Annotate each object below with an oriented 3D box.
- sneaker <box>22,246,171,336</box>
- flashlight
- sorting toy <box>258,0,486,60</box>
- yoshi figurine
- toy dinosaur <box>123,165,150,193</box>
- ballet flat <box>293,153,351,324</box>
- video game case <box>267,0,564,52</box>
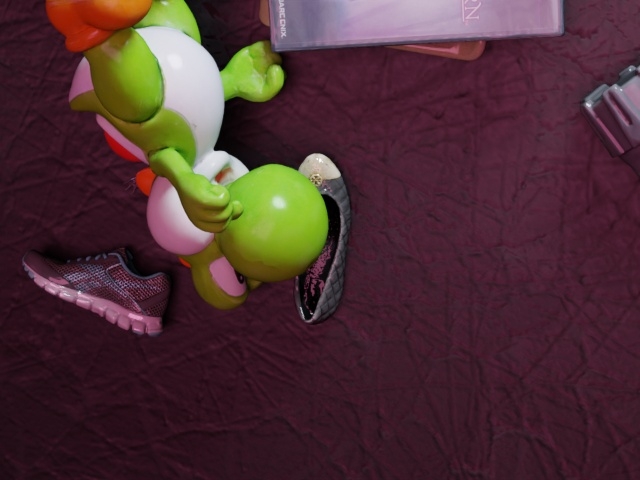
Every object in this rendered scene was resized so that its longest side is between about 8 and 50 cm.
[{"bbox_3d":[-0.228,0.037,1.278,0.166,0.065,0.076,24,89,3],"label":"sneaker"},{"bbox_3d":[0.362,-0.028,1.106,0.103,0.103,0.304,-36,93,18],"label":"flashlight"},{"bbox_3d":[0.069,-0.337,1.140,0.229,0.041,0.307,12,104,14],"label":"sorting toy"},{"bbox_3d":[-0.097,-0.097,1.131,0.203,0.203,0.362,-28,118,-13],"label":"yoshi figurine"},{"bbox_3d":[-0.164,-0.070,1.245,0.090,0.047,0.082,-26,114,6],"label":"toy dinosaur"},{"bbox_3d":[0.000,0.000,1.217,0.057,0.049,0.173,1,102,11],"label":"ballet flat"},{"bbox_3d":[0.080,-0.277,1.113,0.274,0.026,0.196,0,101,18],"label":"video game case"}]
